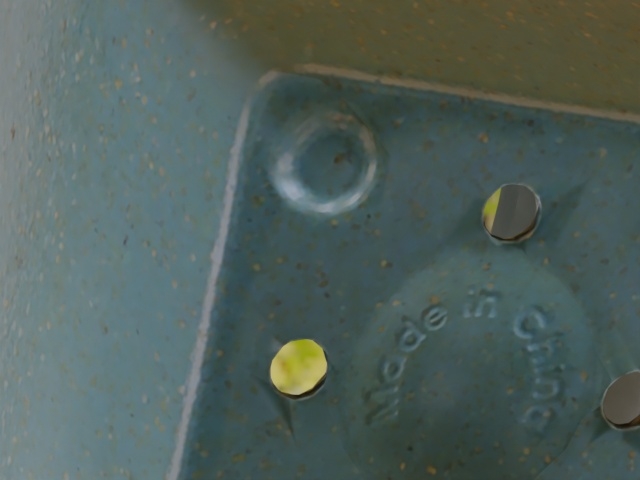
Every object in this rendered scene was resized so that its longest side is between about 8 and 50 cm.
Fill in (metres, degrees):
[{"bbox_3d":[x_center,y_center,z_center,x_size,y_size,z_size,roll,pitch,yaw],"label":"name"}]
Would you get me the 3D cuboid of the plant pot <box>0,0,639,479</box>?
[{"bbox_3d":[0.000,0.000,0.599,0.247,0.247,0.252,7,-166,-20],"label":"plant pot"}]
